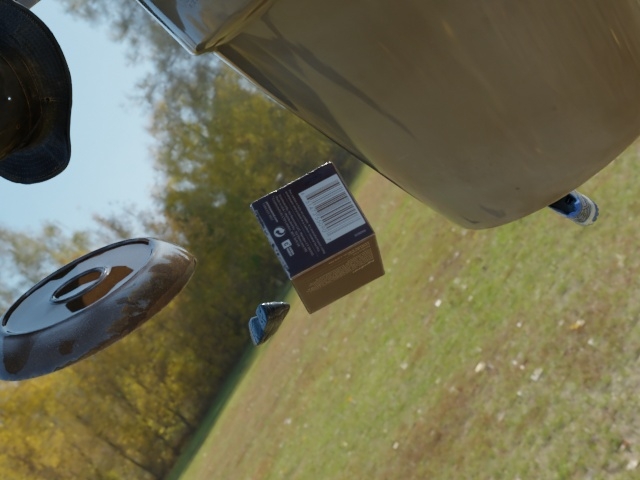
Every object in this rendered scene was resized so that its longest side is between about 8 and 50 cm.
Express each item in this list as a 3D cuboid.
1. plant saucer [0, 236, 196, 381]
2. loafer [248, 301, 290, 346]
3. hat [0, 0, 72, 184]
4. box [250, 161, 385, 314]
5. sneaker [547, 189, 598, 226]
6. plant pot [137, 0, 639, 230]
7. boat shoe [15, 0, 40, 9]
[{"bbox_3d":[-0.319,0.077,1.175,0.310,0.050,0.310,-22,22,9],"label":"plant saucer"},{"bbox_3d":[-0.109,0.179,1.829,0.061,0.062,0.170,-13,-20,-25],"label":"loafer"},{"bbox_3d":[-0.547,-0.221,1.363,0.331,0.331,0.134,-56,-7,37],"label":"hat"},{"bbox_3d":[0.000,0.000,1.557,0.167,0.168,0.203,-29,-25,-3],"label":"box"},{"bbox_3d":[0.343,-0.070,1.265,0.058,0.135,0.052,10,-69,-44],"label":"sneaker"},{"bbox_3d":[0.083,-0.169,0.588,0.323,0.280,0.323,-38,14,11],"label":"plant pot"},{"bbox_3d":[-0.554,-0.428,1.520,0.258,0.095,0.084,-30,29,-6],"label":"boat shoe"}]
